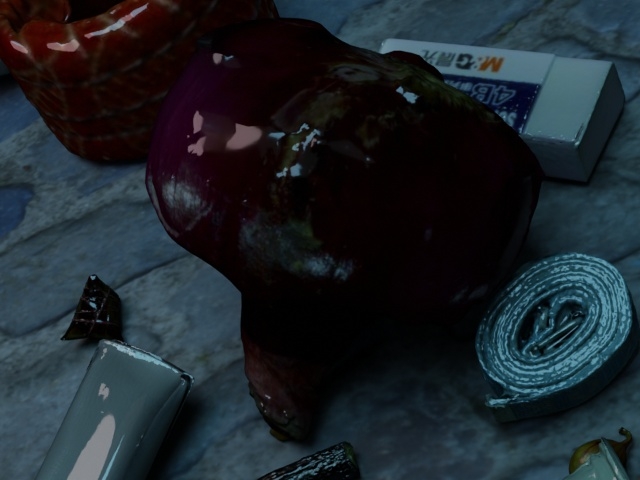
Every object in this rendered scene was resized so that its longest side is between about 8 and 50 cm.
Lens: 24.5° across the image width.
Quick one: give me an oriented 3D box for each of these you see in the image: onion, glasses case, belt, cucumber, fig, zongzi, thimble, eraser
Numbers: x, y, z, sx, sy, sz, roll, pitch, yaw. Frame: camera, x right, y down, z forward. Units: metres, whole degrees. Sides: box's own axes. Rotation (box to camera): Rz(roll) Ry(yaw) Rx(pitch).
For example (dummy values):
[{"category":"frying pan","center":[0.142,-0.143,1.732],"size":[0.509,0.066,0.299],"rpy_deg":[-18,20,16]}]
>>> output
[{"category":"onion","center":[0.000,0.000,1.505],"size":[0.398,0.398,0.420],"rpy_deg":[40,120,41]},{"category":"glasses case","center":[-0.235,0.254,1.544],"size":[0.128,0.083,0.308],"rpy_deg":[10,58,24]},{"category":"belt","center":[0.233,0.093,1.456],"size":[0.163,0.082,0.148],"rpy_deg":[-15,59,9]},{"category":"cucumber","center":[-0.040,0.248,1.490],"size":[0.163,0.043,0.039],"rpy_deg":[-21,10,6]},{"category":"fig","center":[0.268,0.202,1.382],"size":[0.050,0.050,0.083],"rpy_deg":[22,46,36]},{"category":"zongzi","center":[-0.268,0.092,1.709],"size":[0.073,0.067,0.083],"rpy_deg":[-14,66,5]},{"category":"thimble","center":[-0.239,-0.290,1.881],"size":[0.350,0.230,0.350],"rpy_deg":[-12,49,14]},{"category":"eraser","center":[0.186,-0.149,1.668],"size":[0.287,0.086,0.130],"rpy_deg":[12,61,31]}]

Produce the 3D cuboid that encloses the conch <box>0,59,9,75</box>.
[{"category":"conch","center":[-0.468,-0.295,2.047],"size":[0.275,0.183,0.149],"rpy_deg":[-33,89,6]}]

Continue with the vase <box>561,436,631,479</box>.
[{"category":"vase","center":[0.152,0.304,1.291],"size":[0.299,0.143,0.143],"rpy_deg":[-29,47,5]}]
